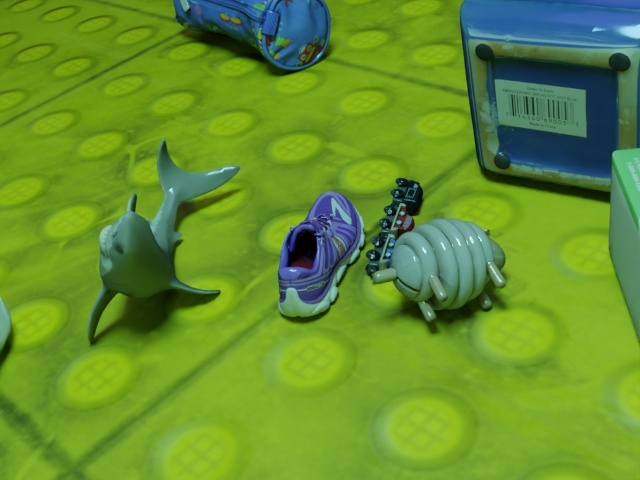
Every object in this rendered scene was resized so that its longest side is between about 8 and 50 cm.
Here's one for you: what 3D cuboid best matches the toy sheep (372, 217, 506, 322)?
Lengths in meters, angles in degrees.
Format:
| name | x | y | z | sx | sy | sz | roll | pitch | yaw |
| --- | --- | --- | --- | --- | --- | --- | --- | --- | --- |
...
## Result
| name | x | y | z | sx | sy | sz | roll | pitch | yaw |
| --- | --- | --- | --- | --- | --- | --- | --- | --- | --- |
| toy sheep | 0.108 | 0.023 | 0.751 | 0.132 | 0.091 | 0.091 | -8 | 32 | -26 |

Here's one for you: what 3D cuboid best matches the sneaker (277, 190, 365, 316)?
| name | x | y | z | sx | sy | sz | roll | pitch | yaw |
| --- | --- | --- | --- | --- | --- | --- | --- | --- | --- |
| sneaker | 0.000 | 0.000 | 0.824 | 0.068 | 0.071 | 0.170 | 0 | 37 | 16 |

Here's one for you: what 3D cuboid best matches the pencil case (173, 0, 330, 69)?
| name | x | y | z | sx | sy | sz | roll | pitch | yaw |
| --- | --- | --- | --- | --- | --- | --- | --- | --- | --- |
| pencil case | -0.117 | -0.353 | 1.290 | 0.133 | 0.119 | 0.306 | -3 | 25 | -39 |

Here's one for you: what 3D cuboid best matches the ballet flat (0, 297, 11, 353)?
| name | x | y | z | sx | sy | sz | roll | pitch | yaw |
| --- | --- | --- | --- | --- | --- | --- | --- | --- | --- |
| ballet flat | -0.358 | 0.150 | 0.678 | 0.139 | 0.139 | 0.400 | -9 | 36 | 4 |

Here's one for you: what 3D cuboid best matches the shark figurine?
| name | x | y | z | sx | sy | sz | roll | pitch | yaw |
| --- | --- | --- | --- | --- | --- | --- | --- | --- | --- |
| shark figurine | -0.150 | 0.013 | 0.857 | 0.116 | 0.166 | 0.278 | 17 | 20 | -2 |

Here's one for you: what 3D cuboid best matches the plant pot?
| name | x | y | z | sx | sy | sz | roll | pitch | yaw |
| --- | --- | --- | --- | --- | --- | --- | --- | --- | --- |
| plant pot | 0.274 | -0.186 | 0.867 | 0.236 | 0.236 | 0.212 | 14 | 50 | 31 |

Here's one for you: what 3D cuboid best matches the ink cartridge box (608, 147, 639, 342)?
| name | x | y | z | sx | sy | sz | roll | pitch | yaw |
| --- | --- | --- | --- | --- | --- | --- | --- | --- | --- |
| ink cartridge box | 0.386 | 0.009 | 0.660 | 0.273 | 0.114 | 0.198 | -6 | 36 | 9 |

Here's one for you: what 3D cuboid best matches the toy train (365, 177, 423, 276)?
| name | x | y | z | sx | sy | sz | roll | pitch | yaw |
| --- | --- | --- | --- | --- | --- | --- | --- | --- | --- |
| toy train | 0.078 | -0.014 | 0.859 | 0.036 | 0.027 | 0.158 | 11 | 40 | 13 |
